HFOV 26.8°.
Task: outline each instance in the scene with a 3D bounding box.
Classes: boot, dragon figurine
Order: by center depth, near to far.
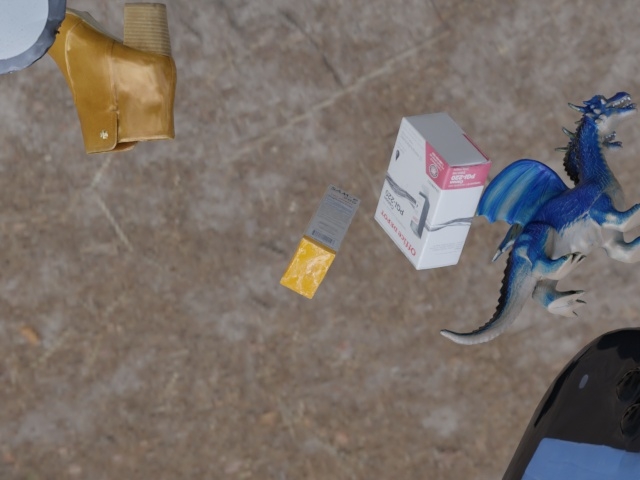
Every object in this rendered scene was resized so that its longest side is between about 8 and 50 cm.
[{"bbox_3d":[0.194,-0.013,1.187,0.289,0.144,0.085,-38,140,-11],"label":"dragon figurine"},{"bbox_3d":[-0.343,-0.230,1.935,0.295,0.211,0.104,2,-178,24],"label":"boot"}]

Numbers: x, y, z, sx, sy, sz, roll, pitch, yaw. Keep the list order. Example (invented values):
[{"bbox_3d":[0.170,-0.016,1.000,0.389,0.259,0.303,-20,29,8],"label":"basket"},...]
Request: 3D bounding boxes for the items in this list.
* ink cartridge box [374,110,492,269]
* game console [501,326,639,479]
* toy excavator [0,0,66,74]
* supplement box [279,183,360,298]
[{"bbox_3d":[0.185,-0.083,2.264,0.092,0.158,0.217,-10,132,-28],"label":"ink cartridge box"},{"bbox_3d":[0.137,0.214,0.659,0.060,0.386,0.342,30,168,-9],"label":"game console"},{"bbox_3d":[-0.185,-0.350,1.044,0.433,0.222,0.445,23,101,-21],"label":"toy excavator"},{"bbox_3d":[0.000,0.000,1.276,0.036,0.098,0.062,27,127,-1],"label":"supplement box"}]
